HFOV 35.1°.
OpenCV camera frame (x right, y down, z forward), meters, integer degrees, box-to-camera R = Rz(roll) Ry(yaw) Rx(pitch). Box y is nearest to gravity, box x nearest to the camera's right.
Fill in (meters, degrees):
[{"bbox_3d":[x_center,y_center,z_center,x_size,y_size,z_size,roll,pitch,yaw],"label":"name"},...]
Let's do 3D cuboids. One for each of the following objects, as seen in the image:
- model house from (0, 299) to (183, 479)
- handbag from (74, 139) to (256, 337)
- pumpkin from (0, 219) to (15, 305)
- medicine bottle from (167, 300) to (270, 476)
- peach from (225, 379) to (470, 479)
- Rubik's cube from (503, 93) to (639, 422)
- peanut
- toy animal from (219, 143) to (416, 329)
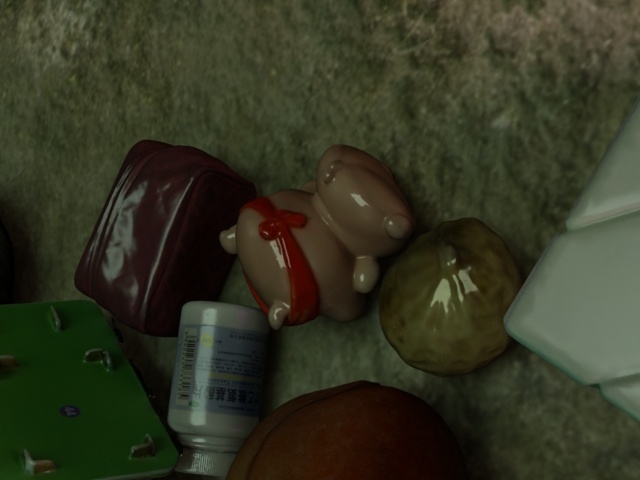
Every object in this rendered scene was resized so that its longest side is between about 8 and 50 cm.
[{"bbox_3d":[-0.351,0.273,1.176,0.358,0.242,0.313,46,127,47],"label":"model house"},{"bbox_3d":[-0.182,-0.002,1.195,0.135,0.146,0.225,24,94,33],"label":"handbag"},{"bbox_3d":[-0.573,0.059,1.386,0.323,0.241,0.323,-12,69,33],"label":"pumpkin"},{"bbox_3d":[-0.116,0.166,1.134,0.103,0.103,0.187,0,77,34],"label":"medicine bottle"},{"bbox_3d":[0.027,0.247,0.933,0.252,0.252,0.252,-9,73,32],"label":"peach"},{"bbox_3d":[0.380,0.028,0.701,0.322,0.316,0.319,35,98,36],"label":"Rubik's cube"},{"bbox_3d":[0.128,0.059,0.994,0.159,0.109,0.140,-44,46,32],"label":"peanut"},{"bbox_3d":[0.000,0.000,1.071,0.197,0.171,0.171,-37,60,12],"label":"toy animal"}]
